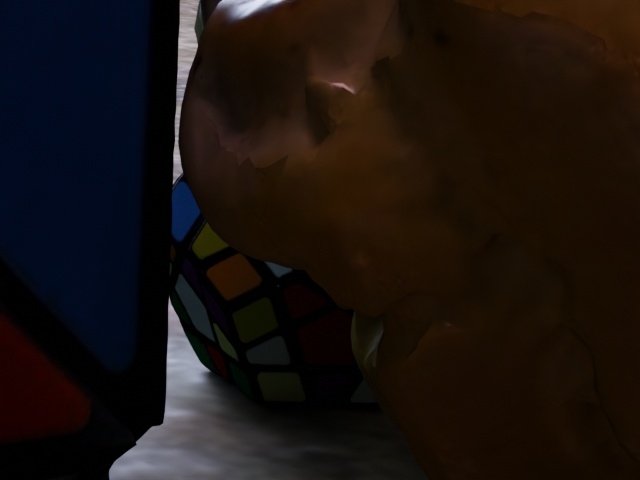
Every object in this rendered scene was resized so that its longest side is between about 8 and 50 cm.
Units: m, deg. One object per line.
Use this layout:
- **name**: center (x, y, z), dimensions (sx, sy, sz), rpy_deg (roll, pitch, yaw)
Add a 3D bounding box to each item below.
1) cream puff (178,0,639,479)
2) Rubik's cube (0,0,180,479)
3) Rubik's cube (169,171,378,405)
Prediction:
- **cream puff**: center (0.128, -0.048, 0.560), dimensions (0.291, 0.257, 0.324), rpy_deg (-30, 21, 11)
- **Rubik's cube**: center (-0.206, -0.058, 0.574), dimensions (0.246, 0.248, 0.250), rpy_deg (-4, 16, -38)
- **Rubik's cube**: center (0.000, 0.000, 0.701), dimensions (0.133, 0.112, 0.133), rpy_deg (4, 15, -1)
